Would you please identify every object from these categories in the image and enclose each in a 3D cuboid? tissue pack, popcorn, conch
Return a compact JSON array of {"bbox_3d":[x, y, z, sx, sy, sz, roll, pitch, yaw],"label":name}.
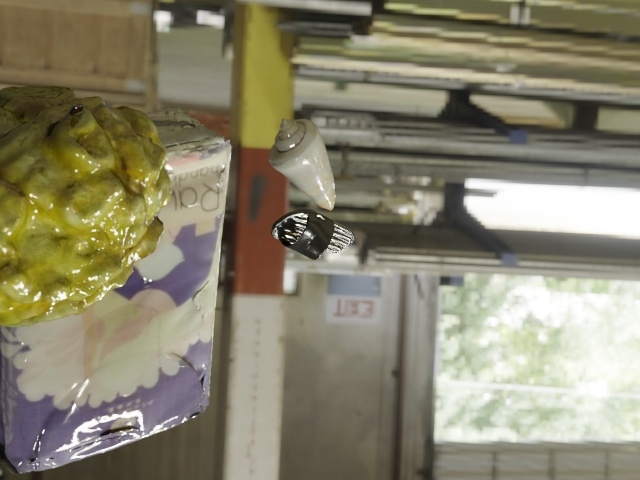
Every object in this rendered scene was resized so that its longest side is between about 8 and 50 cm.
[{"bbox_3d":[-0.225,0.045,1.178,0.242,0.343,0.125,-13,-147,-35],"label":"tissue pack"},{"bbox_3d":[-0.225,-0.030,0.913,0.218,0.169,0.189,-33,-146,-21],"label":"popcorn"},{"bbox_3d":[-0.022,-0.131,1.903,0.104,0.094,0.176,2,149,44],"label":"conch"}]

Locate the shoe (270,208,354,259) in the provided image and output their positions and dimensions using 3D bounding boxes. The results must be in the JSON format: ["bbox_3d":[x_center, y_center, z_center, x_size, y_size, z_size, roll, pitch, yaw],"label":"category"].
[{"bbox_3d":[0.000,0.000,1.653,0.062,0.053,0.159,-45,146,22],"label":"shoe"}]
